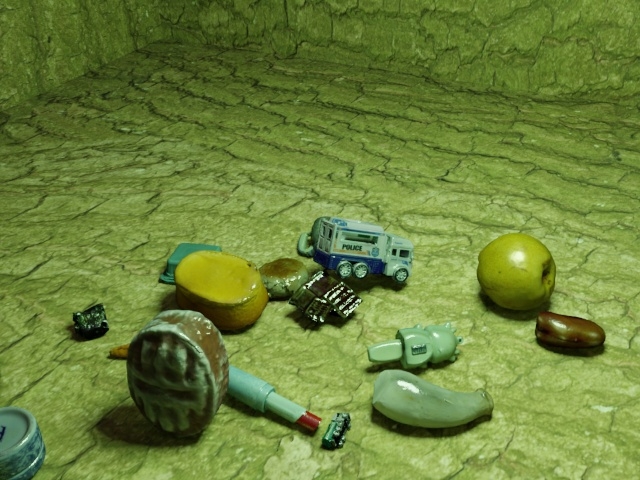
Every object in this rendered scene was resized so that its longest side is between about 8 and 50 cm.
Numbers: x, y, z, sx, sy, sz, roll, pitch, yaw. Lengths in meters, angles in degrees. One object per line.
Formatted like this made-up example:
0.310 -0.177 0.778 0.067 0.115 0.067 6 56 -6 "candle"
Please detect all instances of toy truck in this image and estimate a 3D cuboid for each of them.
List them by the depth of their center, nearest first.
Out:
0.035 0.414 1.493 0.044 0.039 0.083 -1 33 27 "toy truck"
0.129 0.025 1.893 0.268 0.155 0.124 6 9 -24 "toy truck"

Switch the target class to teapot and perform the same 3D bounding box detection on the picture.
0.002 -0.007 2.065 0.149 0.111 0.108 11 49 10 "teapot"

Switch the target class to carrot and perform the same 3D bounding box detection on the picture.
-0.397 0.261 1.732 0.271 0.062 0.066 -17 69 -14 "carrot"

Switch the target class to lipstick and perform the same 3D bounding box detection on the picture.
-0.118 0.362 1.553 0.274 0.068 0.061 22 33 22 "lipstick"

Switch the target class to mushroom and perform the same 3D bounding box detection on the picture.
0.251 0.362 1.515 0.270 0.103 0.118 12 41 2 "mushroom"

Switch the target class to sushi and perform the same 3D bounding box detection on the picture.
-0.606 0.220 1.806 0.084 0.056 0.083 -15 43 -20 "sushi"

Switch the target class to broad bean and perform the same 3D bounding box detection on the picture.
0.622 0.226 1.702 0.165 0.084 0.114 3 29 -2 "broad bean"

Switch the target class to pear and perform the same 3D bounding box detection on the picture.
0.514 0.081 1.816 0.208 0.209 0.209 -1 34 1 "pear"

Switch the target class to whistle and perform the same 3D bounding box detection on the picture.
0.232 0.259 1.663 0.244 0.110 0.092 -8 2 -9 "whistle"

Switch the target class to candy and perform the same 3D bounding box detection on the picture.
-0.306 0.285 1.487 0.214 0.290 0.157 12 29 14 "candy"

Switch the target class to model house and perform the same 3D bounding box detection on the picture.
0.021 0.166 1.820 0.165 0.106 0.152 -39 53 -24 "model house"

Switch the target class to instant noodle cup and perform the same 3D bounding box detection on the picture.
-0.369 0.064 2.013 0.179 0.070 0.157 5 33 12 "instant noodle cup"

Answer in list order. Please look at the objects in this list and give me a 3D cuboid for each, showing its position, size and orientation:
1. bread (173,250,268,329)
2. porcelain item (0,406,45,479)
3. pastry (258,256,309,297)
-0.270 0.134 1.833 0.269 0.143 0.195 18 49 21 "bread"
-0.657 0.436 1.427 0.147 0.114 0.147 0 33 0 "porcelain item"
-0.108 0.104 1.925 0.153 0.081 0.153 -4 36 3 "pastry"
